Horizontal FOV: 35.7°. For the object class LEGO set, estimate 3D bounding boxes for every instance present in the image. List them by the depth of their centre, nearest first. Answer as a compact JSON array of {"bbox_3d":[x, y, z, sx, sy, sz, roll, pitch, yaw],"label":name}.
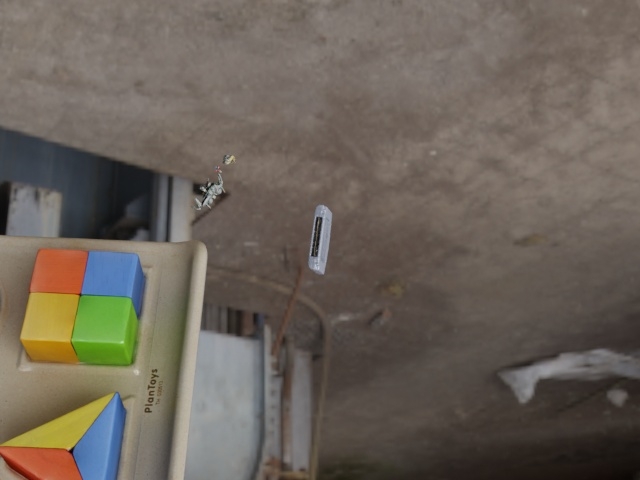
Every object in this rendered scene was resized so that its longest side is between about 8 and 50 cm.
[{"bbox_3d":[-0.125,-0.066,1.203,0.023,0.054,0.083,39,122,6],"label":"LEGO set"}]

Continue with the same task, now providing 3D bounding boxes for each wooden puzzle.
[{"bbox_3d":[-0.286,0.125,0.875,0.348,0.322,0.080,0,150,4],"label":"wooden puzzle"}]

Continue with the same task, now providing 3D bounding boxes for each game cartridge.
[{"bbox_3d":[0.000,0.000,1.278,0.017,0.083,0.056,5,170,15],"label":"game cartridge"}]
